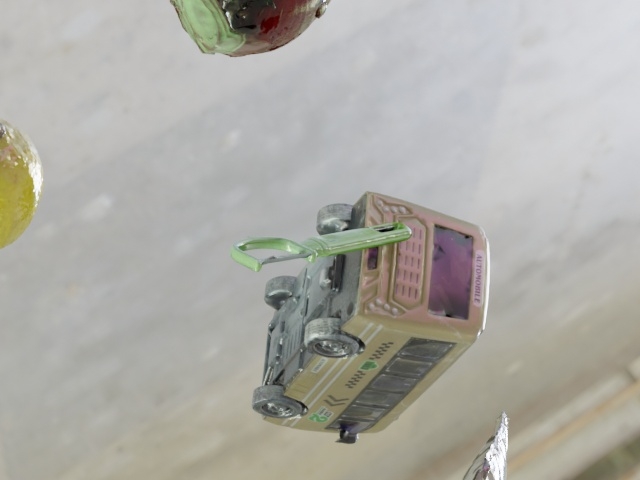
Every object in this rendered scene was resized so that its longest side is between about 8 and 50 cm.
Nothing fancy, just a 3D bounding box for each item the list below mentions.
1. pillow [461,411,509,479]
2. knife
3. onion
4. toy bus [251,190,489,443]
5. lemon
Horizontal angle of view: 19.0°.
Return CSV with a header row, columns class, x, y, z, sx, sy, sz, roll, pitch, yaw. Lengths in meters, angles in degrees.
class,x,y,z,sx,sy,sz,roll,pitch,yaw
pillow,0.073,0.211,1.102,0.130,0.038,0.233,-43,149,-70
knife,0.000,0.001,1.543,0.212,0.054,0.015,-10,115,-50
onion,-0.039,-0.165,1.056,0.118,0.117,0.118,-22,-158,10
toy bus,0.042,0.078,1.750,0.157,0.139,0.289,13,150,-14
lemon,-0.282,-0.047,1.572,0.109,0.109,0.133,-19,144,-37
